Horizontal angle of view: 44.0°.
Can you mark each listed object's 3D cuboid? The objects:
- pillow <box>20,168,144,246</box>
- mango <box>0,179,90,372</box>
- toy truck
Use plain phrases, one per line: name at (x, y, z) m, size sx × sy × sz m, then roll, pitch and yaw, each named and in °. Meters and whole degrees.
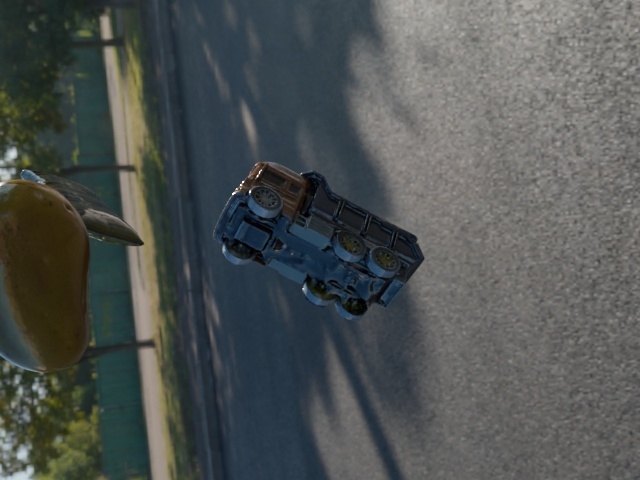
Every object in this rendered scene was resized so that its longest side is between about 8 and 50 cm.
pillow at (-0.331, -0.044, 1.093) m, size 0.203 × 0.113 × 0.038 m, roll 34°, pitch 101°, yaw 46°
mango at (-0.169, 0.021, 0.464) m, size 0.060 × 0.080 × 0.114 m, roll -4°, pitch 105°, yaw 41°
toy truck at (0.000, 0.000, 0.767) m, size 0.083 × 0.192 × 0.092 m, roll -58°, pitch 8°, yaw 40°
